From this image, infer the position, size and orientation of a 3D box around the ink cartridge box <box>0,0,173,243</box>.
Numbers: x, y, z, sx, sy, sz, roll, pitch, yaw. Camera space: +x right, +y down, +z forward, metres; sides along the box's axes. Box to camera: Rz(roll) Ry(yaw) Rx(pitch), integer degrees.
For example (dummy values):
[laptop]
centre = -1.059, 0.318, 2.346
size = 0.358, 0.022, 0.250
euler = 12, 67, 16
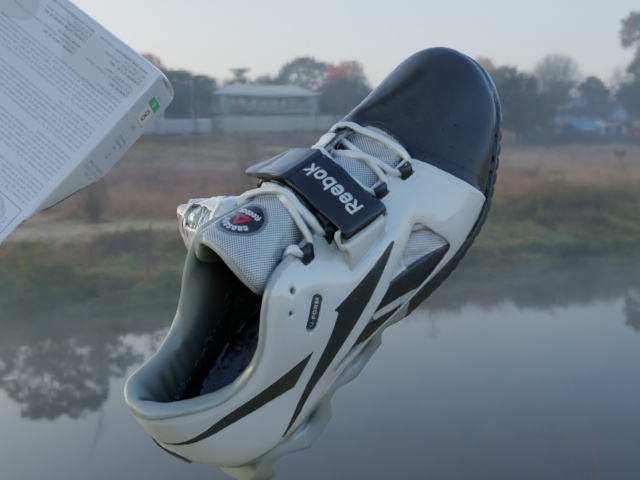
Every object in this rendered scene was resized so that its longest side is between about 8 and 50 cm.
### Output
[ink cartridge box]
centre = -0.251, -0.088, 0.648
size = 0.181, 0.225, 0.056
euler = 39, -8, 11

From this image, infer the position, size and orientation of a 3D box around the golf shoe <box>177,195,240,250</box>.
[golf shoe]
centre = -0.085, -0.003, 0.708
size = 0.086, 0.067, 0.186
euler = 24, -10, 1

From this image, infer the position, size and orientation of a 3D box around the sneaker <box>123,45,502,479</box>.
[sneaker]
centre = 0.000, 0.000, 0.546
size = 0.122, 0.330, 0.146
euler = 28, -7, 34
